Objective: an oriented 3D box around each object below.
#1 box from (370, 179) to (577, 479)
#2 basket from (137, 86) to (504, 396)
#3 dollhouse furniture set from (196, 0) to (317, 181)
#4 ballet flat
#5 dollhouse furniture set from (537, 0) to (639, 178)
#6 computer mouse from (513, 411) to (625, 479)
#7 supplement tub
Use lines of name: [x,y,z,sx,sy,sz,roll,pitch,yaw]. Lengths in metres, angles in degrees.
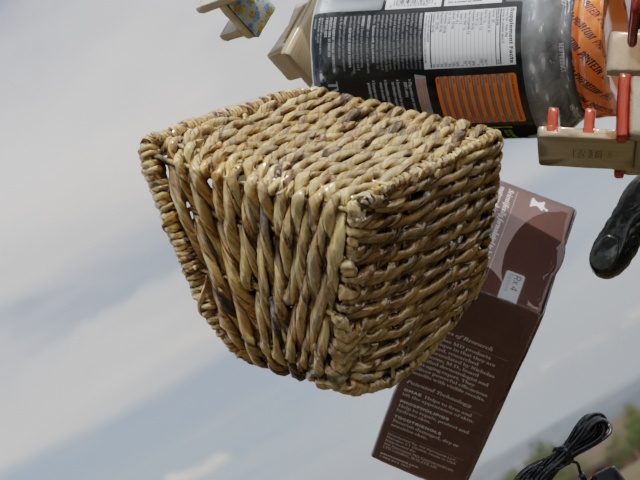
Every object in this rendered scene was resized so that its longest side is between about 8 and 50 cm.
box: [0.185,0.124,1.809,0.381,0.143,0.191,107,-173,-47]
basket: [0.000,0.000,1.297,0.299,0.223,0.213,-29,-51,-56]
dollhouse furniture set: [0.012,-0.266,2.204,0.256,0.362,0.394,-10,44,44]
ballet flat: [0.380,-0.029,1.747,0.173,0.057,0.049,-52,-24,3]
dollhouse furniture set: [0.254,-0.187,1.161,0.135,0.259,0.262,5,-16,11]
computer mouse: [0.331,0.360,1.807,0.184,0.262,0.060,-32,27,-25]
supplement tub: [0.164,-0.203,1.562,0.316,0.193,0.193,1,1,24]
